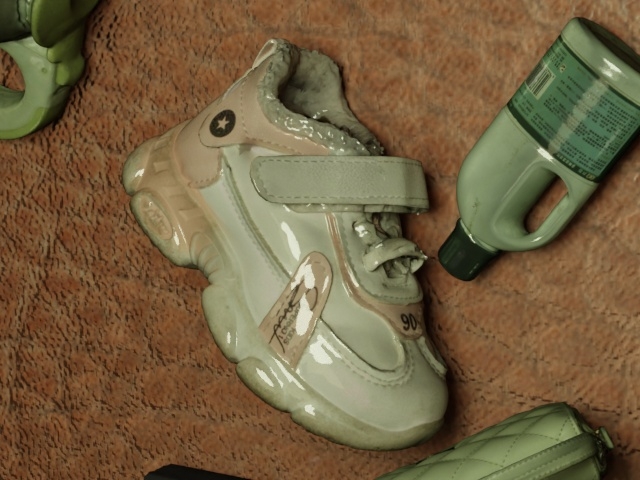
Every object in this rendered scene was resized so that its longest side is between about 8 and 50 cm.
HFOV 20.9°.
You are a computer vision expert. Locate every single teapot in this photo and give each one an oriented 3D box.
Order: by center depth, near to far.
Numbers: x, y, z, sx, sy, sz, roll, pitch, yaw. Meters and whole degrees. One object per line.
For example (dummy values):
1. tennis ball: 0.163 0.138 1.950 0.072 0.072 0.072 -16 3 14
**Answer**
1. teapot: -0.311 -0.237 1.518 0.239 0.239 0.321 29 102 10

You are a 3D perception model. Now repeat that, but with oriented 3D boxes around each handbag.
1. handbag: 0.098 0.195 1.309 0.256 0.219 0.079 -24 80 3

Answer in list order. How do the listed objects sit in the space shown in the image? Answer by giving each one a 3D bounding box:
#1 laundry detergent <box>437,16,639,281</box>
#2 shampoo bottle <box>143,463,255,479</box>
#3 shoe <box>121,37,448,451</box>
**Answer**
1. laundry detergent: 0.169 -0.059 1.361 0.099 0.070 0.226 41 111 12
2. shampoo bottle: -0.010 0.267 1.488 0.309 0.071 0.098 7 95 25
3. shoe: -0.001 0.001 1.400 0.351 0.172 0.198 49 114 16
